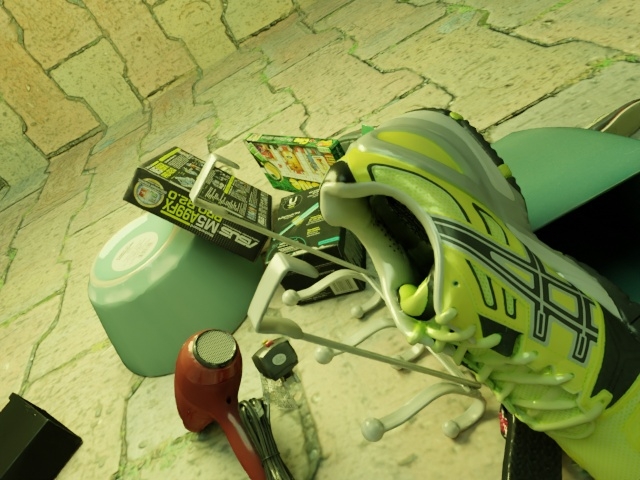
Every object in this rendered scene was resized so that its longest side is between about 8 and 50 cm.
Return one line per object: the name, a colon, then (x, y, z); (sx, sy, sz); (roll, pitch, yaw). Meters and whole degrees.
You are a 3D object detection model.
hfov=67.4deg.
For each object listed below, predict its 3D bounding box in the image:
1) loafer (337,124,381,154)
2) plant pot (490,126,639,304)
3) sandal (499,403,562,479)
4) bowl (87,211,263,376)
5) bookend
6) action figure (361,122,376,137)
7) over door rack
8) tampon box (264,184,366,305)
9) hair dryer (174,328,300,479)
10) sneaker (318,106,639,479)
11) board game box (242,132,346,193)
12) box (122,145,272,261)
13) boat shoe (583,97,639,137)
loafer: (0.141, -0.185, 0.879); (0.267, 0.096, 0.084); (11, 48, 45)
plant pot: (0.261, -0.033, 0.562); (0.165, 0.165, 0.234); (-30, 29, 4)
sandal: (0.195, 0.176, 0.450); (0.067, 0.040, 0.179); (28, 46, 8)
bowl: (-0.272, 0.058, 0.838); (0.311, 0.163, 0.311); (-19, 38, 16)
bookend: (-0.480, 0.339, 0.740); (0.156, 0.072, 0.157); (4, 50, 40)
action figure: (0.156, -0.097, 0.763); (0.063, 0.137, 0.232); (-33, 43, -22)
over door rack: (0.004, 0.072, 0.499); (0.108, 0.324, 0.239); (-48, 38, 5)
tampon box: (0.000, 0.000, 0.756); (0.120, 0.101, 0.161); (-15, 39, 21)
hair dryer: (-0.107, 0.212, 0.546); (0.080, 0.223, 0.293); (-8, -1, -33)
sneaker: (0.140, 0.067, 0.391); (0.147, 0.145, 0.385); (-29, 72, -33)
board game box: (-0.036, -0.139, 0.915); (0.259, 0.136, 0.030); (16, 60, 46)
box: (-0.191, -0.074, 0.829); (0.060, 0.216, 0.270); (-61, 13, 13)
boat shoe: (0.410, -0.160, 0.692); (0.137, 0.049, 0.043); (-38, 34, 1)
